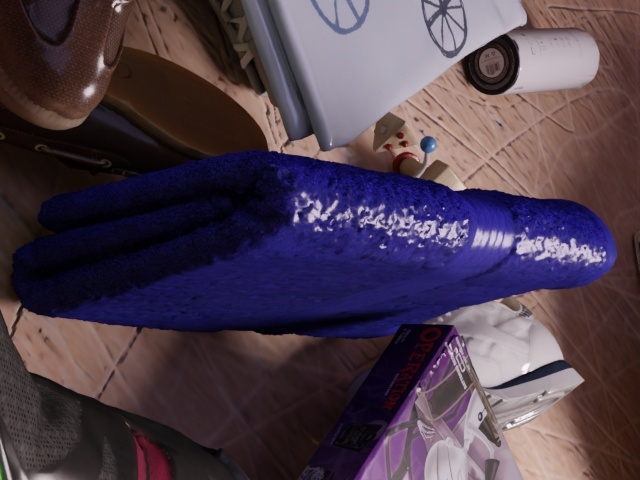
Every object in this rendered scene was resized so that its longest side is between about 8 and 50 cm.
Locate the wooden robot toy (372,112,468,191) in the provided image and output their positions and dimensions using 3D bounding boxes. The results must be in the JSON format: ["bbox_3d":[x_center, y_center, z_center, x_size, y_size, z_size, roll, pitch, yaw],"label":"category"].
[{"bbox_3d":[0.073,-0.014,1.235,0.079,0.076,0.173,-46,117,-10],"label":"wooden robot toy"}]

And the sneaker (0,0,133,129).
[{"bbox_3d":[-0.078,-0.132,0.555,0.066,0.071,0.188,18,64,-46],"label":"sneaker"}]

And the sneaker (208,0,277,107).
[{"bbox_3d":[-0.033,-0.160,1.125,0.262,0.099,0.121,32,57,-38],"label":"sneaker"}]

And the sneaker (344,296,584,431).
[{"bbox_3d":[0.088,0.091,1.192,0.235,0.090,0.095,-2,60,-52],"label":"sneaker"}]

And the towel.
[{"bbox_3d":[0.000,0.000,0.989,0.308,0.227,0.076,7,71,-48],"label":"towel"}]

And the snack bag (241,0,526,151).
[{"bbox_3d":[0.018,-0.254,1.115,0.342,0.037,0.323,-37,110,-55],"label":"snack bag"}]

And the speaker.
[{"bbox_3d":[0.179,-0.151,1.406,0.136,0.055,0.055,-11,84,-52],"label":"speaker"}]

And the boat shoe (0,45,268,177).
[{"bbox_3d":[-0.130,-0.074,0.966,0.207,0.073,0.073,23,36,-28],"label":"boat shoe"}]

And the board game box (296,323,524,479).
[{"bbox_3d":[0.086,0.249,1.069,0.208,0.056,0.347,-50,127,-36],"label":"board game box"}]

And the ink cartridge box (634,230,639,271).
[{"bbox_3d":[0.494,0.003,1.524,0.307,0.303,0.072,17,60,-45],"label":"ink cartridge box"}]

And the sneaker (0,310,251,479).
[{"bbox_3d":[-0.140,0.151,0.813,0.483,0.185,0.202,67,30,-28],"label":"sneaker"}]
